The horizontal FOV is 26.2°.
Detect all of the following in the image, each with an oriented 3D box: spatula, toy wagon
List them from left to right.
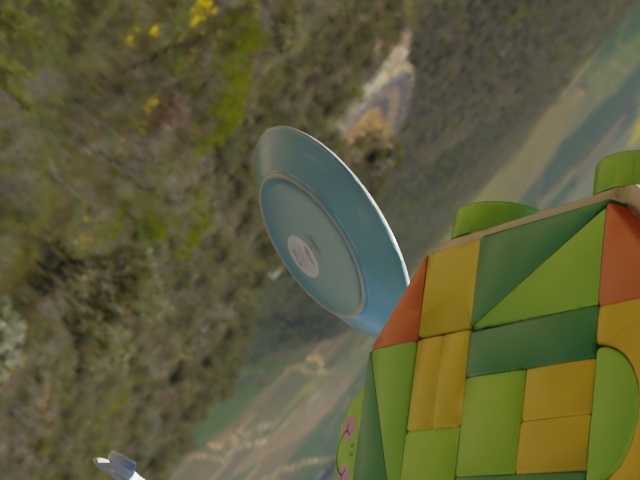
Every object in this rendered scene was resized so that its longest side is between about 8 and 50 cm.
[{"bbox_3d":[-0.072,0.176,0.892,0.019,0.168,0.242,-60,-179,-15],"label":"spatula"},{"bbox_3d":[0.087,0.107,0.698,0.344,0.068,0.267,-19,-122,58],"label":"toy wagon"}]

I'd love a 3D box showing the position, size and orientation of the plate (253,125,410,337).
[{"bbox_3d":[0.000,0.000,1.051,0.024,0.188,0.188,-34,161,-24],"label":"plate"}]
